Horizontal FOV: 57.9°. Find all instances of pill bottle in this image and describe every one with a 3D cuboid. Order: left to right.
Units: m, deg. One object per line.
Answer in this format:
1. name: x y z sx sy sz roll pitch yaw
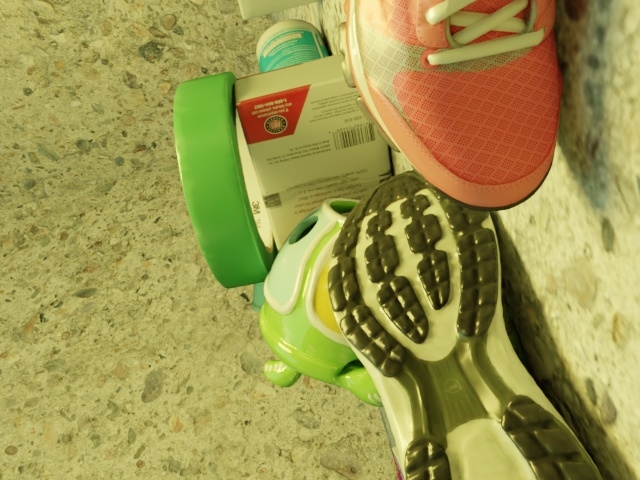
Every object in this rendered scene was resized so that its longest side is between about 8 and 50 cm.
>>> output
1. pill bottle: -0.034 -0.300 1.148 0.146 0.146 0.264 80 175 -60

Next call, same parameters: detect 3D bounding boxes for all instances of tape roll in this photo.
1. tape roll: -0.135 -0.090 0.891 0.321 0.077 0.322 -12 -90 -88

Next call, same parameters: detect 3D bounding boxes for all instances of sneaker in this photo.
1. sneaker: 0.063 -0.159 0.276 0.136 0.115 0.314 -123 18 -77
2. sneaker: 0.122 0.118 0.513 0.182 0.158 0.411 49 -156 -53

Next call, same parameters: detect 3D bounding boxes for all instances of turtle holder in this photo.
1. turtle holder: 0.034 0.076 0.765 0.320 0.243 0.228 -43 -34 -70

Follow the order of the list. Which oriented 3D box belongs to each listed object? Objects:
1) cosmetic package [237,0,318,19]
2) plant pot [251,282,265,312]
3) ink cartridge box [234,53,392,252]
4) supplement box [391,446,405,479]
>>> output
1. cosmetic package: -0.131 -0.662 1.019 0.230 0.161 0.454 86 168 -77
2. plant pot: 0.000 0.000 1.112 0.271 0.271 0.256 -133 42 -84
3. ink cartridge box: 0.000 -0.122 0.883 0.114 0.196 0.273 -105 2 -57
4. supplement box: 0.187 0.402 0.832 0.111 0.113 0.220 -116 9 -71
